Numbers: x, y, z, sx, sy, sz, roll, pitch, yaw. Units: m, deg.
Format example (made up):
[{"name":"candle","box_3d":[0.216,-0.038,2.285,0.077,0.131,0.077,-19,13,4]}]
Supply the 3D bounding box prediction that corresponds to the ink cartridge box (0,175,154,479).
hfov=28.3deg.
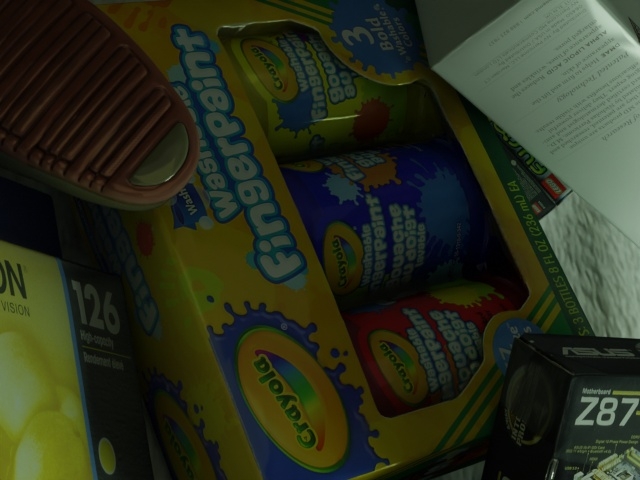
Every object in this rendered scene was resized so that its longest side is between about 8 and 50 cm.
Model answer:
[{"name":"ink cartridge box","box_3d":[-0.218,0.075,0.887,0.303,0.072,0.307,27,51,-69]}]

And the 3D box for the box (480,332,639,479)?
[{"name":"box","box_3d":[0.313,0.248,1.079,0.395,0.318,0.097,4,17,-25]}]

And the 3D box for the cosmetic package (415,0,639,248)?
[{"name":"cosmetic package","box_3d":[0.266,-0.170,1.241,0.385,0.156,0.217,32,35,-35]}]

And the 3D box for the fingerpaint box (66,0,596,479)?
[{"name":"fingerpaint box","box_3d":[0.000,0.000,1.123,0.371,0.163,0.444,-11,69,-33]}]

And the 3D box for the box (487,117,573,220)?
[{"name":"box","box_3d":[0.210,-0.132,1.390,0.207,0.036,0.114,49,53,4]}]

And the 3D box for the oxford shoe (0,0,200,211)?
[{"name":"oxford shoe","box_3d":[-0.263,-0.126,1.003,0.397,0.146,0.140,32,60,14]}]
